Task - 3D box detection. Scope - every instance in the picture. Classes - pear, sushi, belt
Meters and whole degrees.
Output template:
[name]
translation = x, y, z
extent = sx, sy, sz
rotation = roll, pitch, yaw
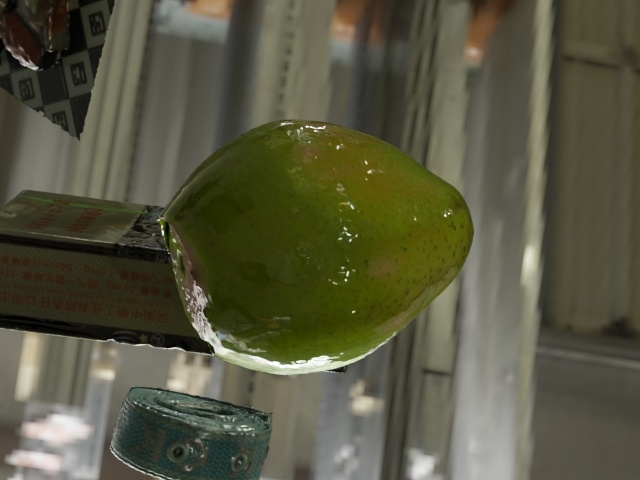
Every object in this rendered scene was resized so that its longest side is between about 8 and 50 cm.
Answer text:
[pear]
translation = 0.000, 0.000, 1.320
extent = 0.187, 0.220, 0.187
rotation = 56, -21, 36
[sushi]
translation = -0.185, -0.139, 1.144
extent = 0.126, 0.026, 0.120
rotation = 32, -63, 32
[belt]
translation = -0.134, 0.209, 1.906
extent = 0.147, 0.163, 0.082
rotation = -104, -150, -80

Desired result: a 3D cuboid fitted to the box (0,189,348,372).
[box]
translation = -0.121, 0.028, 1.513
extent = 0.198, 0.310, 0.084
rotation = -74, 171, -80
